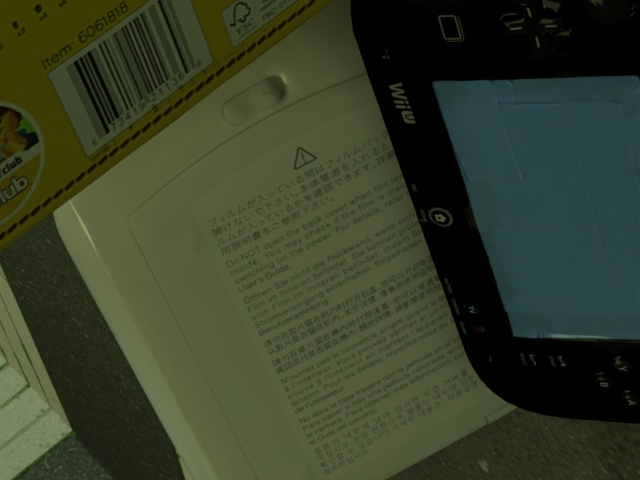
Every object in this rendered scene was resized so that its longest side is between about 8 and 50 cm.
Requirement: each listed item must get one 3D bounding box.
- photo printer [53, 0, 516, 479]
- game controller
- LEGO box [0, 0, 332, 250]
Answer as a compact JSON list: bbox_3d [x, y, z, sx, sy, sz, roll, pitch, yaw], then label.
[{"bbox_3d":[0.000,0.000,0.881,0.107,0.256,0.307,54,170,50],"label":"photo printer"},{"bbox_3d":[0.126,-0.020,0.775,0.166,0.067,0.319,-6,131,20],"label":"game controller"},{"bbox_3d":[-0.180,-0.187,0.577,0.372,0.500,0.193,34,155,37],"label":"LEGO box"}]
